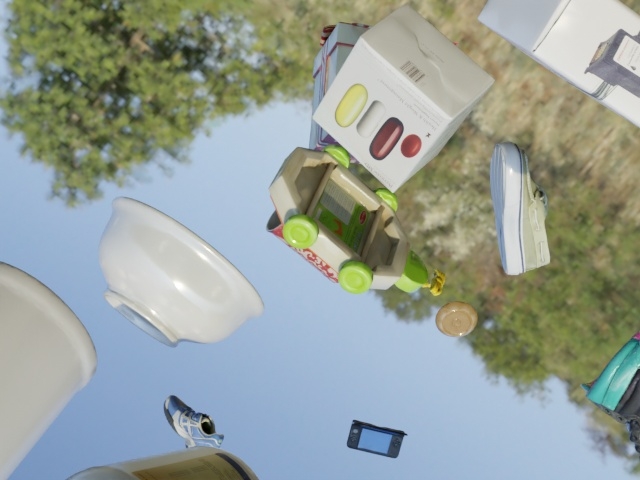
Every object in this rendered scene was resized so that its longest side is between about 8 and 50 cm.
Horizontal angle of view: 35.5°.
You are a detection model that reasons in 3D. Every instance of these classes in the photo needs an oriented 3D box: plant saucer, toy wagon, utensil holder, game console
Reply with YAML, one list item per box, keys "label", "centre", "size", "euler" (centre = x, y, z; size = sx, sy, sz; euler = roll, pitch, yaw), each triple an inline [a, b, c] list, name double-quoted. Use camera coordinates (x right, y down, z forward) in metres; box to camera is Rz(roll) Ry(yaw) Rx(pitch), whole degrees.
- label: "plant saucer"
  centre: [0.267, 0.158, 1.962]
  size: [0.083, 0.083, 0.015]
  euler: [37, -158, -17]
- label: "toy wagon"
  centre: [0.066, -0.012, 1.699]
  size: [0.344, 0.068, 0.267]
  euler: [41, -147, -12]
- label: "utensil holder"
  centre: [-0.632, 0.276, 1.756]
  size: [0.328, 0.327, 0.385]
  euler: [39, -132, -7]
- label: "game console"
  centre: [0.125, 0.446, 2.236]
  size: [0.122, 0.107, 0.071]
  euler: [14, -158, 1]

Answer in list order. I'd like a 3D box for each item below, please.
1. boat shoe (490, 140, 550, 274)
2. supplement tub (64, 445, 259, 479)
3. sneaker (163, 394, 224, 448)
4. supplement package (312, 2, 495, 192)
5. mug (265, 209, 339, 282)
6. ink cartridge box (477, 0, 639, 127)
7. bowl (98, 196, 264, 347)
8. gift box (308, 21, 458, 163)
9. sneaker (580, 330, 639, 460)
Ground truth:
- label: "boat shoe"
  centre: [0.379, -0.065, 1.883]
  size: [0.109, 0.094, 0.302]
  euler: [-102, -1, -48]
- label: "supplement tub"
  centre: [-0.236, 0.408, 1.351]
  size: [0.228, 0.228, 0.316]
  euler: [45, -159, 26]
- label: "sneaker"
  centre: [-0.296, 0.433, 2.365]
  size: [0.211, 0.081, 0.080]
  euler: [44, -166, 35]
- label: "supplement package"
  centre: [0.130, -0.229, 1.625]
  size: [0.194, 0.203, 0.149]
  euler: [43, -130, 7]
- label: "mug"
  centre: [-0.007, 0.004, 1.864]
  size: [0.169, 0.113, 0.150]
  euler: [43, -150, -19]
- label: "ink cartridge box"
  centre: [0.320, -0.220, 1.152]
  size: [0.237, 0.100, 0.172]
  euler: [27, -165, -24]
- label: "bowl"
  centre: [-0.244, 0.075, 1.572]
  size: [0.298, 0.134, 0.298]
  euler: [32, 161, 12]
- label: "gift box"
  centre: [0.124, -0.306, 2.030]
  size: [0.255, 0.258, 0.276]
  euler: [7, 169, -17]
- label: "sneaker"
  centre: [0.397, 0.221, 1.192]
  size: [0.124, 0.295, 0.178]
  euler: [-21, -146, -36]
